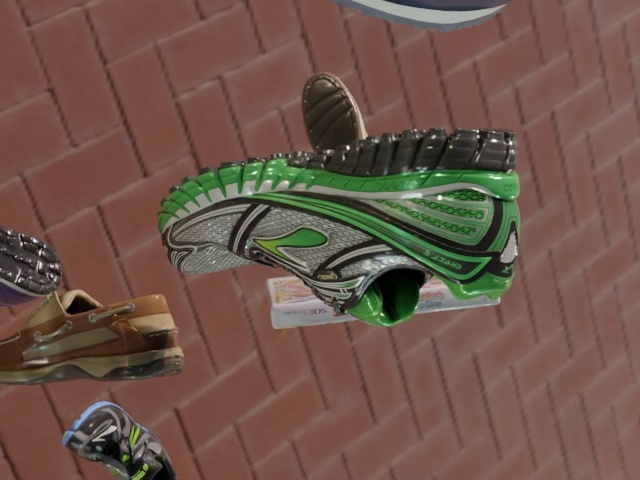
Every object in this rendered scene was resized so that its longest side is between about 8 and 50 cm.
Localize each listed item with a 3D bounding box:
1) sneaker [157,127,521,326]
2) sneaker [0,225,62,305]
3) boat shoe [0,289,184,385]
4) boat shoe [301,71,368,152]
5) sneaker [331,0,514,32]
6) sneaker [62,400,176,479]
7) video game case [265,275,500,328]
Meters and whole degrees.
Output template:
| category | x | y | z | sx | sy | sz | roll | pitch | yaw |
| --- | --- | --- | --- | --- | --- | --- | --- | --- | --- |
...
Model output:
| category | x | y | z | sx | sy | sz | roll | pitch | yaw |
| --- | --- | --- | --- | --- | --- | --- | --- | --- | --- |
| sneaker | 0.000 | 0.000 | 0.925 | 0.134 | 0.344 | 0.146 | -2 | 87 | -51 |
| sneaker | -0.493 | 0.018 | 1.521 | 0.283 | 0.124 | 0.107 | 36 | 44 | -37 |
| boat shoe | -0.318 | 0.124 | 1.499 | 0.123 | 0.324 | 0.119 | 1 | 85 | -64 |
| boat shoe | 0.032 | -0.103 | 1.334 | 0.072 | 0.068 | 0.190 | -3 | 74 | -71 |
| sneaker | -0.048 | -0.147 | 0.365 | 0.319 | 0.131 | 0.112 | 3 | 85 | -17 |
| sneaker | -0.220 | 0.238 | 1.299 | 0.067 | 0.078 | 0.188 | -49 | 145 | -3 |
| video game case | 0.051 | 0.049 | 1.128 | 0.206 | 0.227 | 0.026 | -6 | 95 | -3 |
